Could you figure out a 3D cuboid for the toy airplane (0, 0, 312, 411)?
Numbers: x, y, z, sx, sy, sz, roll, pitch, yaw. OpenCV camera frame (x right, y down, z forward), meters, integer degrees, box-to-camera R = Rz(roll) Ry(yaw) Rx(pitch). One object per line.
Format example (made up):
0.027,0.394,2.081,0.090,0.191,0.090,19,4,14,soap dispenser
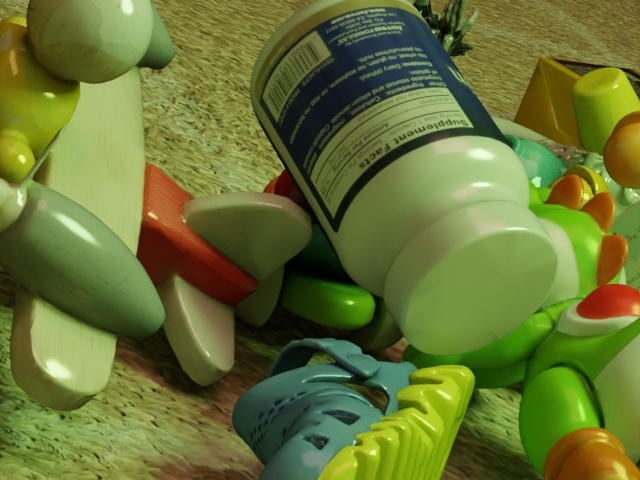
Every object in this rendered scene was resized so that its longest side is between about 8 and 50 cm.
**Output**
-0.173,-0.070,1.384,0.386,0.272,0.384,45,35,21,toy airplane

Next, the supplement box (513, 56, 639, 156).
0.361,-0.114,2.329,0.194,0.129,0.191,1,27,-46,supplement box

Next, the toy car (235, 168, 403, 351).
0.000,0.000,1.601,0.159,0.136,0.182,15,19,-20,toy car

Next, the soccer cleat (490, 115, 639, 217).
0.269,-0.047,1.916,0.331,0.143,0.116,32,49,0,soccer cleat

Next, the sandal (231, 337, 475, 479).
0.001,0.137,1.269,0.138,0.126,0.317,21,10,10,sandal

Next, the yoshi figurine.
0.171,0.109,1.492,0.203,0.203,0.362,-19,43,3,yoshi figurine

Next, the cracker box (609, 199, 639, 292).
0.331,0.062,1.610,0.232,0.156,0.067,60,29,9,cracker box

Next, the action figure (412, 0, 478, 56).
0.118,-0.285,2.533,0.164,0.141,0.275,22,22,7,action figure

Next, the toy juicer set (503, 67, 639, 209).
0.176,-0.031,1.785,0.329,0.089,0.209,-26,26,-4,toy juicer set

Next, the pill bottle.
0.062,-0.051,1.454,0.153,0.153,0.264,7,40,-37,pill bottle
